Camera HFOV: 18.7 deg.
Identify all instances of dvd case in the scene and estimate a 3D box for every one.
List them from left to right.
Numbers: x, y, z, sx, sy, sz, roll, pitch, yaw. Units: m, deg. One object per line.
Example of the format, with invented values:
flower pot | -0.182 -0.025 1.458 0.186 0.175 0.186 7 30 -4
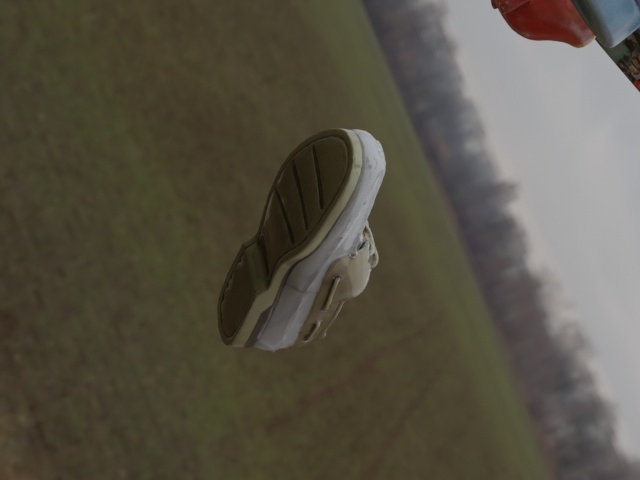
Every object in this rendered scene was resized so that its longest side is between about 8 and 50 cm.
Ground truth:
dvd case | 0.342 -0.204 2.108 0.119 0.013 0.087 49 -19 4

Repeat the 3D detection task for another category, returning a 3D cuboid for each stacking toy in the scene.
stacking toy | 0.223 -0.144 1.397 0.280 0.130 0.309 59 5 3

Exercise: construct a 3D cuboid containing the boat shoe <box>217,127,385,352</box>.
boat shoe | 0.000 0.000 1.883 0.302 0.103 0.113 126 -36 -46
